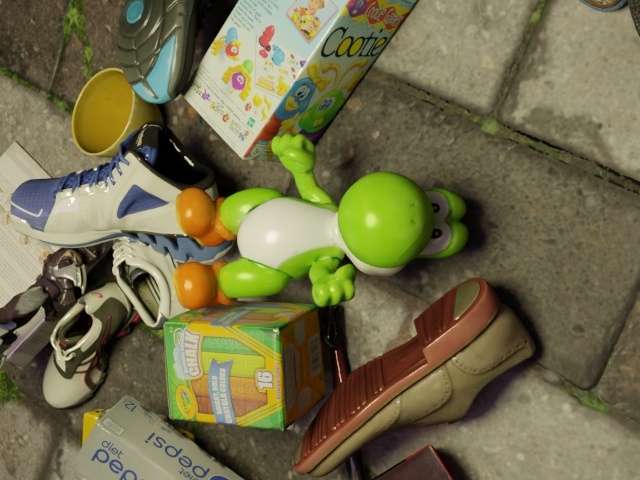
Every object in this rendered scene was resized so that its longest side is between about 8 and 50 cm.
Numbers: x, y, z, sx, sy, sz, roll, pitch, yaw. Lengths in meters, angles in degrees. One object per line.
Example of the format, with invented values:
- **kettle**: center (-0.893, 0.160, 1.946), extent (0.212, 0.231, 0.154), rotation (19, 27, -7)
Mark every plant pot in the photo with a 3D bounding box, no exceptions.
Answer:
- **plant pot**: center (-0.293, -0.180, 1.377), extent (0.134, 0.095, 0.134), rotation (-10, 72, 34)

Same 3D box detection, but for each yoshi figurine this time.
- **yoshi figurine**: center (-0.008, -0.015, 1.107), extent (0.362, 0.203, 0.204), rotation (-8, 118, 15)

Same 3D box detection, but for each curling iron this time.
- **curling iron**: center (0.023, 0.211, 1.230), extent (0.035, 0.068, 0.274), rotation (-10, 89, 33)

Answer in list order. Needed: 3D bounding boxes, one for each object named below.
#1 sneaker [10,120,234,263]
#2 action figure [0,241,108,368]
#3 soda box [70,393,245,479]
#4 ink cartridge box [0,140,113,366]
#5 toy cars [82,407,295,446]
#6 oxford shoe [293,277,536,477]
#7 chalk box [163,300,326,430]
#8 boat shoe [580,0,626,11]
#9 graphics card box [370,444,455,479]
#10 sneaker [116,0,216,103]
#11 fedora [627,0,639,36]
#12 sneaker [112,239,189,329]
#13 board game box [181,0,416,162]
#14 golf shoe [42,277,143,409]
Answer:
- **sneaker**: center (-0.276, -0.085, 1.291), extent (0.315, 0.127, 0.182), rotation (7, 126, 6)
- **action figure**: center (-0.423, 0.089, 1.360), extent (0.099, 0.285, 0.185), rotation (46, 150, -1)
- **soda box**: center (-0.198, 0.348, 1.274), extent (0.286, 0.091, 0.098), rotation (36, 114, 4)
- **ink cartridge box**: center (-0.508, 0.019, 1.543), extent (0.296, 0.066, 0.261), rotation (42, 87, 23)
- **toy cars**: center (-0.185, 0.254, 1.348), extent (0.393, 0.087, 0.176), rotation (-34, 87, 24)
- **oxford shoe**: center (0.111, 0.202, 1.127), extent (0.130, 0.123, 0.348), rotation (43, 111, -14)
- **chalk box**: center (-0.118, 0.154, 1.180), extent (0.213, 0.132, 0.133), rotation (0, 100, 23)
- **boat shoe**: center (0.282, -0.336, 1.045), extent (0.066, 0.066, 0.183), rotation (-43, 71, 25)
- **graphics card box**: center (0.040, 0.440, 1.094), extent (0.370, 0.094, 0.233), rotation (-29, 74, -10)
- **sneaker**: center (-0.188, -0.334, 1.245), extent (0.125, 0.139, 0.341), rotation (-13, 66, 32)
- **fedora**: center (0.466, -0.261, 0.886), extent (0.334, 0.152, 0.334), rotation (2, 93, 31)
- **sneaker**: center (-0.273, 0.023, 1.383), extent (0.094, 0.091, 0.258), rotation (-46, 69, 24)
- **board game box**: center (-0.030, -0.252, 1.194), extent (0.144, 0.142, 0.275), rotation (47, 114, 22)
- **golf shoe**: center (-0.389, 0.165, 1.446), extent (0.105, 0.120, 0.273), rotation (44, 114, 20)
